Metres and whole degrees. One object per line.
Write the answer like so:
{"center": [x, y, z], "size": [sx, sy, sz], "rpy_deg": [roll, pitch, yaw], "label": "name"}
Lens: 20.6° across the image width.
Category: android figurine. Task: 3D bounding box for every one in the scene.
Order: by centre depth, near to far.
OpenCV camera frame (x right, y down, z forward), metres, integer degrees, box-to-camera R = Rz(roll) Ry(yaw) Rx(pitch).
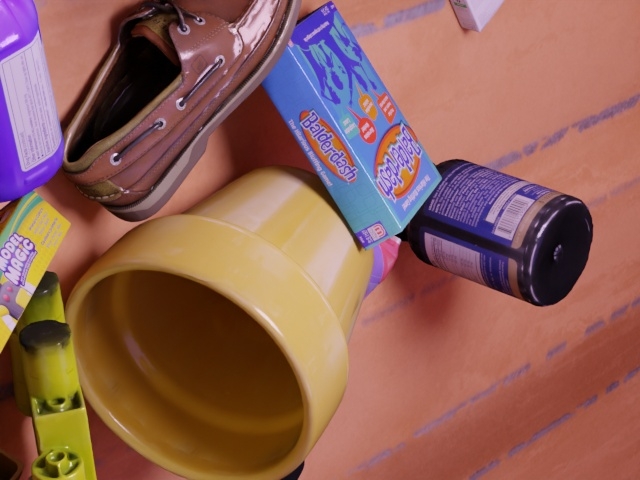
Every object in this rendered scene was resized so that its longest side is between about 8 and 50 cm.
{"center": [-0.223, 0.169, 1.488], "size": [0.056, 0.248, 0.273], "rpy_deg": [-9, 122, -12], "label": "android figurine"}

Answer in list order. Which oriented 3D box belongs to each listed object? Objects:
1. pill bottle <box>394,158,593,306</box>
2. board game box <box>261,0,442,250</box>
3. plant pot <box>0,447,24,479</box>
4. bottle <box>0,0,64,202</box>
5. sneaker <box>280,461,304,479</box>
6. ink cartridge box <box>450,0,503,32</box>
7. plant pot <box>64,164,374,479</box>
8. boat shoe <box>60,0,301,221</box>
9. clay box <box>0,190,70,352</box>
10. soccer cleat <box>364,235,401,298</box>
{"center": [0.171, -0.018, 1.899], "size": [0.123, 0.219, 0.123], "rpy_deg": [-28, 128, -42], "label": "pill bottle"}
{"center": [0.026, -0.112, 1.672], "size": [0.210, 0.047, 0.160], "rpy_deg": [58, 25, -9], "label": "board game box"}
{"center": [-0.310, 0.215, 1.513], "size": [0.081, 0.081, 0.083], "rpy_deg": [-54, 173, -27], "label": "plant pot"}
{"center": [-0.264, -0.159, 1.320], "size": [0.092, 0.118, 0.283], "rpy_deg": [-35, 144, -26], "label": "bottle"}
{"center": [-0.061, 0.307, 1.848], "size": [0.217, 0.121, 0.079], "rpy_deg": [-41, 137, -32], "label": "sneaker"}
{"center": [0.163, -0.288, 1.915], "size": [0.063, 0.029, 0.115], "rpy_deg": [-53, 140, -19], "label": "ink cartridge box"}
{"center": [-0.070, 0.060, 1.630], "size": [0.239, 0.254, 0.254], "rpy_deg": [-51, 143, -47], "label": "plant pot"}
{"center": [-0.118, -0.164, 1.546], "size": [0.307, 0.110, 0.104], "rpy_deg": [-62, 145, -9], "label": "boat shoe"}
{"center": [-0.282, 0.065, 1.362], "size": [0.053, 0.127, 0.222], "rpy_deg": [44, 33, -17], "label": "clay box"}
{"center": [0.000, 0.000, 1.812], "size": [0.248, 0.083, 0.095], "rpy_deg": [30, 88, -56], "label": "soccer cleat"}
